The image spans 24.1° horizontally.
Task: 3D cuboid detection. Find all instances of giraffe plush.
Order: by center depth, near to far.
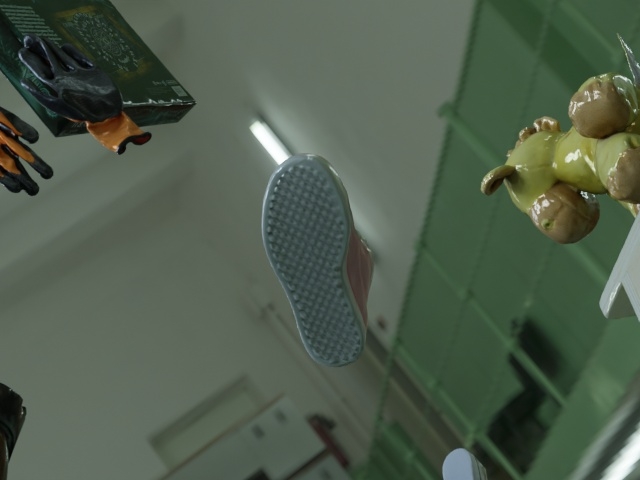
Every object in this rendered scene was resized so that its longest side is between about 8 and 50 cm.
[{"bbox_3d":[0.247,-0.071,1.417,0.170,0.210,0.181,-33,-46,27],"label":"giraffe plush"}]

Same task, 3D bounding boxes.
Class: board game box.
[{"bbox_3d":[-0.165,-0.128,1.001,0.026,0.126,0.186,-43,-7,18],"label":"board game box"}]

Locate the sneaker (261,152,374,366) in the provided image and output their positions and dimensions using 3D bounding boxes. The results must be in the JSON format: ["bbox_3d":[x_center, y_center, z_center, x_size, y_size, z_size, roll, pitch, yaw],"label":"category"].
[{"bbox_3d":[0.000,0.000,0.862,0.051,0.070,0.134,-7,-60,11],"label":"sneaker"}]

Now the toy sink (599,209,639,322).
[{"bbox_3d":[0.307,0.029,1.039,0.153,0.131,0.234,-12,-29,-12],"label":"toy sink"}]

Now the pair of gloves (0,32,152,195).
[{"bbox_3d":[-0.118,-0.053,0.611,0.083,0.074,0.010,-30,-28,-38],"label":"pair of gloves"}]

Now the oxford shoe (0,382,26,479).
[{"bbox_3d":[-0.234,0.178,0.929,0.083,0.096,0.227,11,-37,-4],"label":"oxford shoe"}]

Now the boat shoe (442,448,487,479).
[{"bbox_3d":[0.111,0.200,1.082,0.035,0.100,0.035,-30,-45,28],"label":"boat shoe"}]
